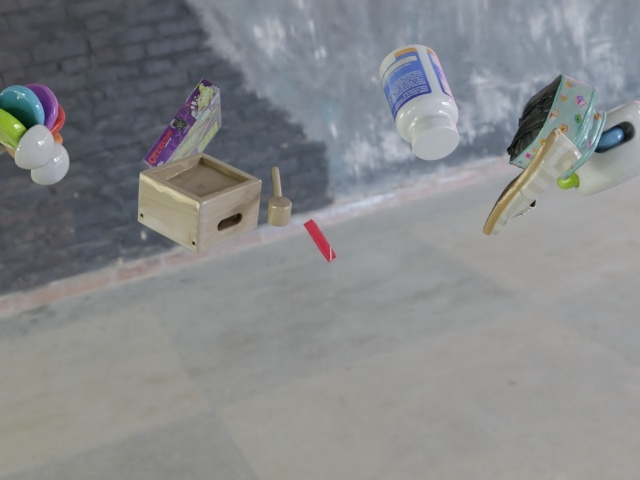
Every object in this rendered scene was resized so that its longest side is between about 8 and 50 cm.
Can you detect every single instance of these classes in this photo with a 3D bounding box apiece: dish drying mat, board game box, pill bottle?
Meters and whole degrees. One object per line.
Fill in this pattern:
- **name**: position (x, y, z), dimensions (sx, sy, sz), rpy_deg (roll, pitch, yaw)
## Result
- **dish drying mat**: position (0.000, 0.000, 1.901), dimensions (0.008, 0.083, 0.032), rpy_deg (-31, 2, 37)
- **board game box**: position (-0.287, -0.211, 2.241), dimensions (0.056, 0.208, 0.347), rpy_deg (31, -8, -1)
- **pill bottle**: position (0.241, -0.326, 2.513), dimensions (0.152, 0.152, 0.272), rpy_deg (-12, 53, -2)

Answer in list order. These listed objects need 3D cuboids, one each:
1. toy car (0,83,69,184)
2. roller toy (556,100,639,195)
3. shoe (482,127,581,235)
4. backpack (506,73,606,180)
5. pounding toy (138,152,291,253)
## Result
- **toy car**: position (-0.475, -0.186, 1.702), dimensions (0.159, 0.136, 0.182), rpy_deg (30, -11, 12)
- **roller toy**: position (0.575, -0.190, 2.101), dimensions (0.209, 0.146, 0.191), rpy_deg (-27, 2, -39)
- **shoe**: position (0.321, -0.076, 1.622), dimensions (0.058, 0.219, 0.076), rpy_deg (35, 40, 3)
- **backpack**: position (0.441, -0.209, 1.938), dimensions (0.144, 0.166, 0.188), rpy_deg (24, -20, 5)
- **pounding toy**: position (-0.130, -0.046, 1.543), dimensions (0.206, 0.094, 0.181), rpy_deg (26, 33, 31)
